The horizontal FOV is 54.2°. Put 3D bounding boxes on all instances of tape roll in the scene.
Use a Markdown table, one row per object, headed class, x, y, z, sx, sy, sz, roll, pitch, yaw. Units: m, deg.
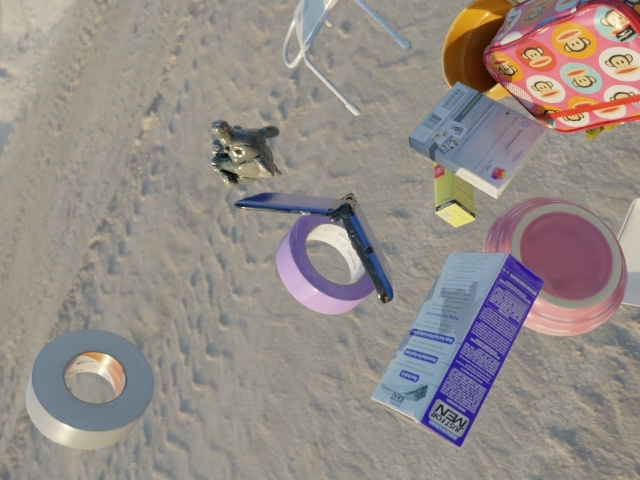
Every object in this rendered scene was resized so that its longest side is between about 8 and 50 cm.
| class | x | y | z | sx | sy | sz | roll | pitch | yaw |
| --- | --- | --- | --- | --- | --- | --- | --- | --- | --- |
| tape roll | 0.024 | 0.055 | 1.672 | 0.090 | 0.275 | 0.274 | -48 | 36 | 48 |
| tape roll | -0.430 | 0.275 | 1.174 | 0.072 | 0.219 | 0.219 | -55 | 34 | 36 |

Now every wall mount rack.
| class | x | y | z | sx | sy | sz | roll | pitch | yaw |
| --- | --- | --- | --- | --- | --- | --- | --- | --- | --- |
| wall mount rack | 0.049 | -0.455 | 1.316 | 0.350 | 0.130 | 0.304 | -48 | 47 | 51 |

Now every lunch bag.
| class | x | y | z | sx | sy | sz | roll | pitch | yaw |
| --- | --- | --- | --- | --- | --- | --- | --- | --- | --- |
| lunch bag | 0.425 | -0.271 | 0.963 | 0.120 | 0.258 | 0.293 | -57 | 20 | -13 |

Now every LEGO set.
| class | x | y | z | sx | sy | sz | roll | pitch | yaw |
| --- | --- | --- | --- | --- | --- | --- | --- | --- | --- |
| LEGO set | 0.732 | -0.332 | 1.690 | 0.093 | 0.087 | 0.227 | -42 | 42 | -8 |

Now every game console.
| class | x | y | z | sx | sy | sz | roll | pitch | yaw |
| --- | --- | --- | --- | --- | --- | --- | --- | --- | --- |
| game console | 0.000 | 0.000 | 1.110 | 0.173 | 0.250 | 0.293 | -26 | 5 | 8 |

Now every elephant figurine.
| class | x | y | z | sx | sy | sz | roll | pitch | yaw |
| --- | --- | --- | --- | --- | --- | --- | --- | --- | --- |
| elephant figurine | -0.172 | -0.216 | 1.516 | 0.169 | 0.186 | 0.239 | 61 | 157 | -5 |

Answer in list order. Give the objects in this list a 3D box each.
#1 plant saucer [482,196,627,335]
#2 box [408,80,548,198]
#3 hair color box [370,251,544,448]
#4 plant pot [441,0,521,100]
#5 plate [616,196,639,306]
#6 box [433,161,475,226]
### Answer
| class | x | y | z | sx | sy | sz | roll | pitch | yaw |
| --- | --- | --- | --- | --- | --- | --- | --- | --- | --- |
| plant saucer | 0.539 | 0.045 | 1.412 | 0.084 | 0.332 | 0.332 | 101 | 176 | -69 |
| box | 0.271 | -0.178 | 1.084 | 0.186 | 0.038 | 0.145 | 35 | 78 | 26 |
| hair color box | 0.249 | 0.187 | 1.156 | 0.339 | 0.110 | 0.185 | -57 | 18 | -12 |
| plant pot | 0.392 | -0.383 | 1.303 | 0.205 | 0.188 | 0.205 | -6 | 82 | 53 |
| plate | 0.856 | 0.040 | 1.598 | 0.045 | 0.278 | 0.277 | -106 | 30 | -69 |
| box | 0.304 | -0.153 | 1.430 | 0.058 | 0.087 | 0.232 | -23 | 52 | 40 |
